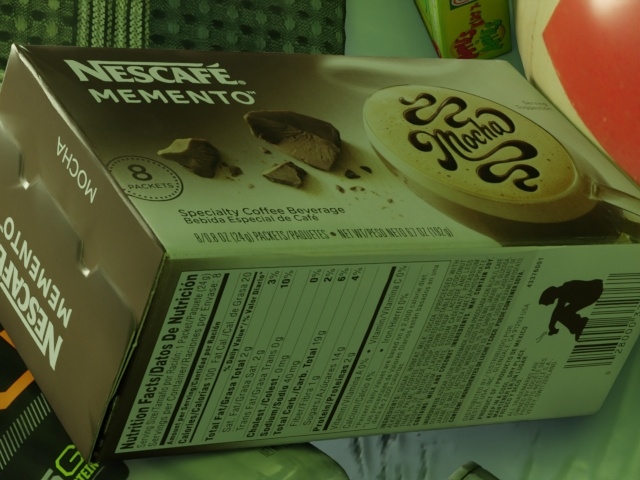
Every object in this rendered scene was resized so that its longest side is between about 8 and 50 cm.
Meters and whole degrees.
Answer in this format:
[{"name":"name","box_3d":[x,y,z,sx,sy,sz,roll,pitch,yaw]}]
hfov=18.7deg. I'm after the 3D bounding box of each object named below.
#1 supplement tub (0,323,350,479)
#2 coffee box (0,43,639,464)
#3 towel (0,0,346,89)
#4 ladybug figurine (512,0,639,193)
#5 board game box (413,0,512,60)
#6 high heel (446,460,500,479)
[{"name":"supplement tub","box_3d":[-0.158,0.118,0.955,0.316,0.193,0.193,29,71,18]},{"name":"coffee box","box_3d":[0.000,0.000,0.931,0.297,0.119,0.168,-1,37,-34]},{"name":"towel","box_3d":[-0.140,-0.135,1.088,0.324,0.056,0.312,10,61,-19]},{"name":"ladybug figurine","box_3d":[0.290,-0.092,0.997,0.305,0.162,0.449,-35,64,-21]},{"name":"board game box","box_3d":[0.058,-0.198,1.133,0.043,0.092,0.181,-21,64,-2]},{"name":"high heel","box_3d":[0.075,0.240,0.920,0.186,0.093,0.261,30,63,25]}]
